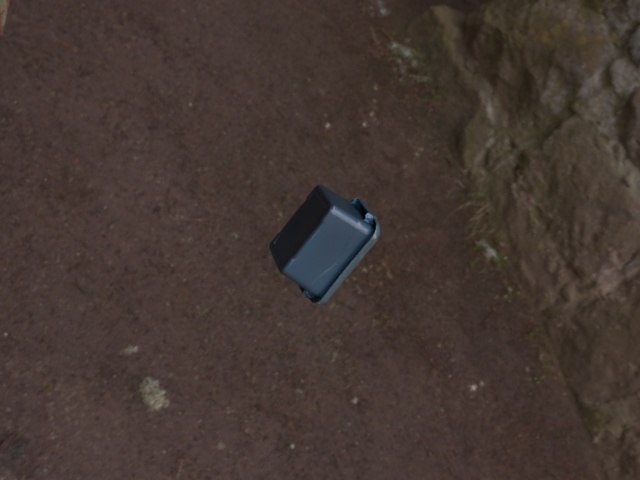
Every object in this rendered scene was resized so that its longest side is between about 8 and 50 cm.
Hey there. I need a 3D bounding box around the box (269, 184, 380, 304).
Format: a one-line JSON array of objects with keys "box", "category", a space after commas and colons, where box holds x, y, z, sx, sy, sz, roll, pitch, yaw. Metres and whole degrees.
[{"box": [0.000, 0.000, 0.688, 0.054, 0.099, 0.074, 31, 15, -30], "category": "box"}]

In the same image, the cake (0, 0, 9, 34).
[{"box": [-0.486, -0.303, 0.750, 0.270, 0.269, 0.319, 0, 35, -3], "category": "cake"}]
